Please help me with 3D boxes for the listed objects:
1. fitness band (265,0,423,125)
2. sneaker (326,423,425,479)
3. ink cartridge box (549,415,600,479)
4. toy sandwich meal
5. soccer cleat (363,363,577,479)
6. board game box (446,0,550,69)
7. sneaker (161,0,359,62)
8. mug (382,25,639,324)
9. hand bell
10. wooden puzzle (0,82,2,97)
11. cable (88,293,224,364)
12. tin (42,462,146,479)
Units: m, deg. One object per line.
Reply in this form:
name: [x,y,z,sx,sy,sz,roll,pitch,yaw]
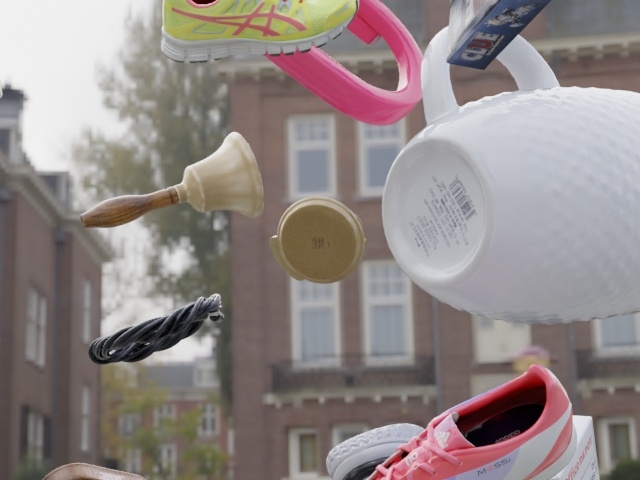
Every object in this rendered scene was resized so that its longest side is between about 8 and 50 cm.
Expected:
fitness band: [0.004,-0.256,1.728,0.291,0.209,0.054,35,-52,-14]
sneaker: [0.131,0.337,1.568,0.137,0.210,0.366,-25,-26,16]
ink cartridge box: [0.344,0.424,2.114,0.117,0.278,0.201,-2,19,26]
toy sandwich meal: [0.000,0.000,1.214,0.085,0.086,0.029,-5,14,16]
soccer cleat: [0.097,0.223,1.326,0.318,0.108,0.116,-29,-42,-10]
board game box: [0.176,-0.274,1.271,0.042,0.165,0.243,9,-17,-12]
sneaker: [-0.064,-0.241,1.443,0.208,0.094,0.081,-9,30,-4]
mug: [0.230,-0.083,1.636,0.328,0.374,0.276,-4,-18,-42]
hand bell: [-0.213,-0.060,1.950,0.242,0.126,0.126,-16,-8,-21]
wooden puzzle: [-0.411,-0.142,1.312,0.238,0.221,0.044,-24,-47,2]
cable: [-0.210,0.121,1.824,0.184,0.047,0.150,-21,-3,-7]
tin: [-0.339,0.396,2.151,0.189,0.106,0.040,19,19,-34]
